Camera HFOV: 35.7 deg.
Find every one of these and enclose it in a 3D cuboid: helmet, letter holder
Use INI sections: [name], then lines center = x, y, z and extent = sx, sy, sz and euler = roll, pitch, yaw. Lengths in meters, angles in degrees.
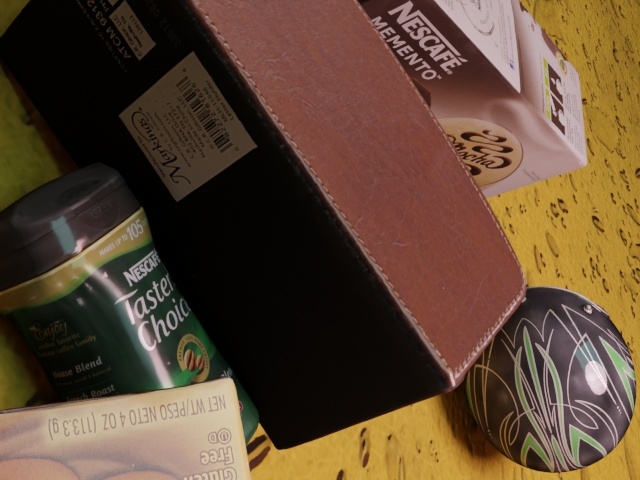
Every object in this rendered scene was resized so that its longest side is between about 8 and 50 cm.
[helmet]
center = 0.210, 0.127, 0.914
extent = 0.161, 0.169, 0.169
euler = 14, 62, -71
[letter holder]
center = -0.007, -0.065, 0.622
extent = 0.302, 0.152, 0.214
euler = 56, 44, -4

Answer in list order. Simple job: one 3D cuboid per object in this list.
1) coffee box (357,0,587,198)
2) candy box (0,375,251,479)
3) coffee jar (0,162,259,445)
[coffee box]
center = 0.090, -0.155, 0.868
extent = 0.297, 0.168, 0.118
euler = 35, 48, -44
[candy box]
center = -0.106, 0.228, 0.413
extent = 0.183, 0.087, 0.316
euler = -5, 77, -28
[coffee jar]
center = -0.113, 0.053, 0.553
extent = 0.184, 0.079, 0.096
euler = 62, 34, -14
